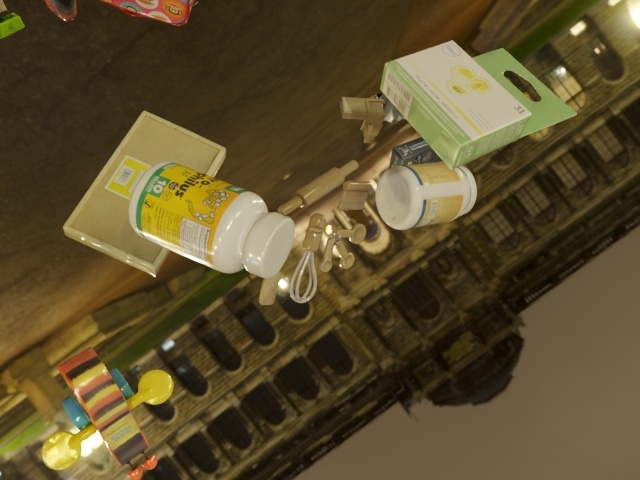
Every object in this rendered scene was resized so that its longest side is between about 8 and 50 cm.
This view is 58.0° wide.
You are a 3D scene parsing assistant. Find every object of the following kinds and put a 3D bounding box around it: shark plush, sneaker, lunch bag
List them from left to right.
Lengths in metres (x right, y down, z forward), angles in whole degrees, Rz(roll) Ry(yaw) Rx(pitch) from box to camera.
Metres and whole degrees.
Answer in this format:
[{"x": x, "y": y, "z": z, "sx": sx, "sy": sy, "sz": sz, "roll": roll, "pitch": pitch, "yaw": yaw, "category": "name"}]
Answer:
[{"x": -0.820, "y": -0.827, "z": 1.795, "sx": 0.098, "sy": 0.276, "sz": 0.135, "roll": -24, "pitch": -149, "yaw": -31, "category": "sneaker"}, {"x": -0.447, "y": -0.647, "z": 1.412, "sx": 0.258, "sy": 0.293, "sz": 0.120, "roll": 134, "pitch": -30, "yaw": -64, "category": "lunch bag"}, {"x": 0.140, "y": -0.269, "z": 1.119, "sx": 0.073, "sy": 0.067, "sz": 0.161, "roll": -54, "pitch": -166, "yaw": -13, "category": "shark plush"}]

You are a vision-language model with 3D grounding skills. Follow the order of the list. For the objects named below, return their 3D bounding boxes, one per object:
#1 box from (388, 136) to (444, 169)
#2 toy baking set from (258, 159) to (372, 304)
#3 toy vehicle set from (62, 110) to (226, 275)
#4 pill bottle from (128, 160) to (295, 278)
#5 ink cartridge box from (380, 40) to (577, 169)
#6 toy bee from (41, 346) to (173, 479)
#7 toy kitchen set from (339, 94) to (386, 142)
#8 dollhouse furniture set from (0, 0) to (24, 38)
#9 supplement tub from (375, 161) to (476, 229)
[{"x": 0.284, "y": -0.199, "z": 1.684, "sx": 0.183, "sy": 0.059, "sz": 0.232, "roll": -23, "pitch": 146, "yaw": -18, "category": "box"}, {"x": 0.000, "y": -0.006, "z": 0.909, "sx": 0.256, "sy": 0.196, "sz": 0.030, "roll": -32, "pitch": -142, "yaw": -33, "category": "toy baking set"}, {"x": -0.299, "y": -0.089, "z": 1.010, "sx": 0.035, "sy": 0.166, "sz": 0.267, "roll": 119, "pitch": -4, "yaw": -64, "category": "toy vehicle set"}, {"x": -0.147, "y": -0.025, "z": 0.796, "sx": 0.117, "sy": 0.208, "sz": 0.117, "roll": -55, "pitch": 158, "yaw": -35, "category": "pill bottle"}, {"x": 0.225, "y": -0.207, "z": 0.796, "sx": 0.235, "sy": 0.171, "sz": 0.056, "roll": -25, "pitch": 152, "yaw": -19, "category": "ink cartridge box"}, {"x": -0.310, "y": 0.282, "z": 0.903, "sx": 0.195, "sy": 0.162, "sz": 0.298, "roll": -41, "pitch": 161, "yaw": -8, "category": "toy bee"}, {"x": 0.064, "y": -0.222, "z": 1.002, "sx": 0.075, "sy": 0.068, "sz": 0.083, "roll": 0, "pitch": 155, "yaw": -13, "category": "toy kitchen set"}, {"x": -0.967, "y": -0.680, "z": 1.525, "sx": 0.197, "sy": 0.151, "sz": 0.301, "roll": -44, "pitch": 141, "yaw": -29, "category": "dollhouse furniture set"}, {"x": 0.243, "y": -0.106, "z": 1.322, "sx": 0.200, "sy": 0.144, "sz": 0.144, "roll": -9, "pitch": 166, "yaw": -31, "category": "supplement tub"}]
